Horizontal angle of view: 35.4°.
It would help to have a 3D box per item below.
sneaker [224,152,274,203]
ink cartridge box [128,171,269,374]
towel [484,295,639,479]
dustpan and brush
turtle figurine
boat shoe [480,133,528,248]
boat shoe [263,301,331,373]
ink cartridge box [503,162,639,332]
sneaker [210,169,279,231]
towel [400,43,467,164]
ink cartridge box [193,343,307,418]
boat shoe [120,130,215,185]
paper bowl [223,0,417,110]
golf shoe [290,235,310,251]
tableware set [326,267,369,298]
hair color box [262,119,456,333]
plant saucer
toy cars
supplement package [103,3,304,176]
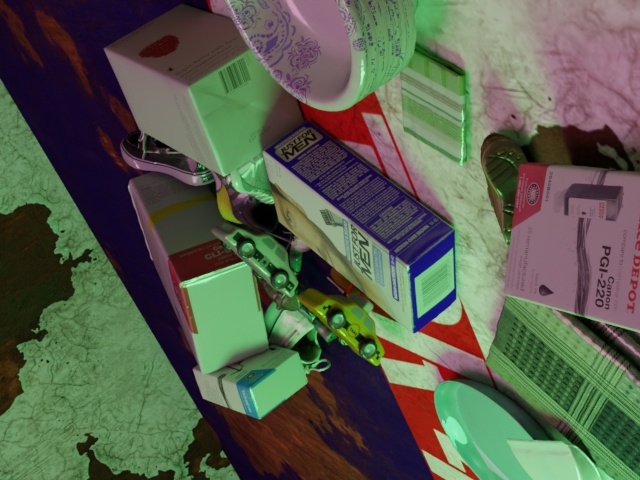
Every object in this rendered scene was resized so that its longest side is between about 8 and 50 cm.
[{"bbox_3d":[-0.074,-0.132,1.750,0.086,0.132,0.228,60,-164,9],"label":"sneaker"},{"bbox_3d":[-0.265,0.047,2.164,0.385,0.160,0.279,-124,19,-44],"label":"ink cartridge box"},{"bbox_3d":[0.373,0.198,1.389,0.324,0.056,0.312,42,159,22],"label":"towel"},{"bbox_3d":[0.393,0.378,1.540,0.211,0.060,0.147,61,152,-7],"label":"dustpan and brush"},{"bbox_3d":[-0.048,0.095,2.015,0.234,0.118,0.175,38,155,21],"label":"turtle figurine"},{"bbox_3d":[0.243,-0.055,1.250,0.060,0.064,0.178,-100,-12,-63],"label":"boat shoe"},{"bbox_3d":[-0.052,0.247,2.248,0.156,0.136,0.367,44,147,16],"label":"boat shoe"},{"bbox_3d":[0.305,0.004,1.062,0.218,0.092,0.159,14,100,57],"label":"ink cartridge box"},{"bbox_3d":[-0.144,-0.132,1.897,0.121,0.111,0.300,26,153,32],"label":"sneaker"},{"bbox_3d":[0.150,-0.179,1.302,0.113,0.023,0.152,36,151,33],"label":"towel"},{"bbox_3d":[-0.154,0.290,2.155,0.203,0.148,0.086,9,124,46],"label":"ink cartridge box"},{"bbox_3d":[-0.334,-0.204,2.145,0.306,0.113,0.105,26,140,45],"label":"boat shoe"},{"bbox_3d":[0.005,-0.312,1.214,0.284,0.148,0.284,44,157,24],"label":"paper bowl"},{"bbox_3d":[0.000,0.000,1.827,0.086,0.069,0.176,44,161,2],"label":"golf shoe"},{"bbox_3d":[0.068,0.071,1.852,0.104,0.024,0.154,43,156,8],"label":"tableware set"},{"bbox_3d":[0.062,-0.025,1.601,0.339,0.110,0.185,41,157,33],"label":"hair color box"},{"bbox_3d":[0.323,0.359,1.734,0.317,0.043,0.318,43,156,24],"label":"plant saucer"},{"bbox_3d":[-0.027,0.078,1.858,0.393,0.087,0.176,37,170,13],"label":"toy cars"},{"bbox_3d":[-0.199,-0.261,1.680,0.293,0.177,0.175,29,147,46],"label":"supplement package"}]
